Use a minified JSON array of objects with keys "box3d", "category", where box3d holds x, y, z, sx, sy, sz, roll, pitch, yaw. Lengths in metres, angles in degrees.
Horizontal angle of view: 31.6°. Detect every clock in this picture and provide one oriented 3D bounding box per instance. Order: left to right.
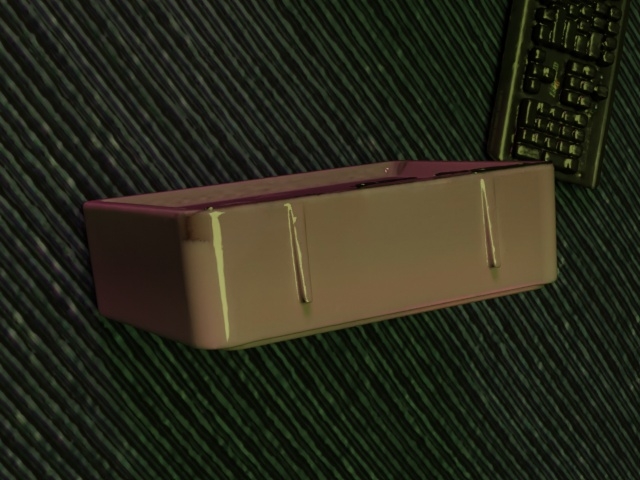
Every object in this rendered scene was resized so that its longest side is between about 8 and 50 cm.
[{"box3d":[0.000,0.000,0.558,0.197,0.150,0.063,-9,98,-29],"category":"clock"}]

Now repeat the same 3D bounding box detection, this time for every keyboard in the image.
[{"box3d":[0.163,-0.152,0.719,0.093,0.025,0.230,12,85,-27],"category":"keyboard"}]
